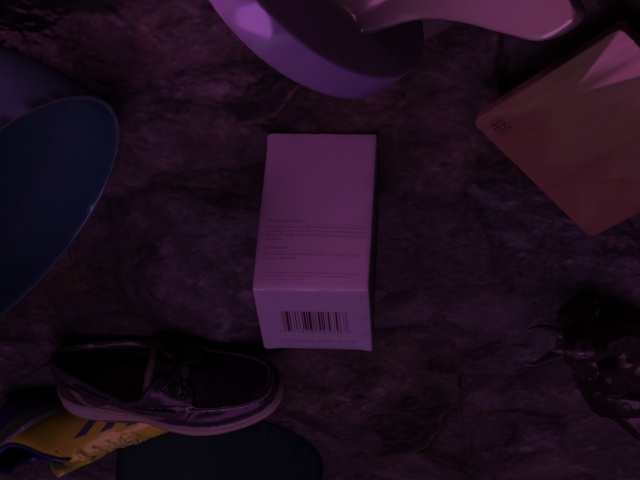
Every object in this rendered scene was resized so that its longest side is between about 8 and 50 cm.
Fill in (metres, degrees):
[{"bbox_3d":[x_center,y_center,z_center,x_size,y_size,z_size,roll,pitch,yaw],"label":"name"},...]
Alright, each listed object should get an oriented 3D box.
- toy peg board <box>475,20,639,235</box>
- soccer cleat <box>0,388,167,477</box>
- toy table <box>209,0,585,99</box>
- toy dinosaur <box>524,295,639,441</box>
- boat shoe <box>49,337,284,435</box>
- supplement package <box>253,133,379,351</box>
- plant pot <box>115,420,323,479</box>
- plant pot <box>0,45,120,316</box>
[{"bbox_3d":[0.249,-0.110,1.086,0.160,0.079,0.161,41,133,-19],"label":"toy peg board"},{"bbox_3d":[-0.288,0.245,1.596,0.289,0.121,0.093,-9,142,18],"label":"soccer cleat"},{"bbox_3d":[0.044,-0.211,0.833,0.160,0.274,0.252,-32,98,27],"label":"toy table"},{"bbox_3d":[0.346,0.146,1.414,0.160,0.121,0.313,2,151,25],"label":"toy dinosaur"},{"bbox_3d":[-0.187,0.165,1.492,0.285,0.103,0.092,2,150,14],"label":"boat shoe"},{"bbox_3d":[0.000,0.000,1.163,0.105,0.179,0.105,1,145,6],"label":"supplement package"},{"bbox_3d":[-0.148,0.405,1.709,0.292,0.235,0.293,3,145,2],"label":"plant pot"},{"bbox_3d":[-0.342,-0.065,1.074,0.195,0.290,0.290,40,146,12],"label":"plant pot"}]
